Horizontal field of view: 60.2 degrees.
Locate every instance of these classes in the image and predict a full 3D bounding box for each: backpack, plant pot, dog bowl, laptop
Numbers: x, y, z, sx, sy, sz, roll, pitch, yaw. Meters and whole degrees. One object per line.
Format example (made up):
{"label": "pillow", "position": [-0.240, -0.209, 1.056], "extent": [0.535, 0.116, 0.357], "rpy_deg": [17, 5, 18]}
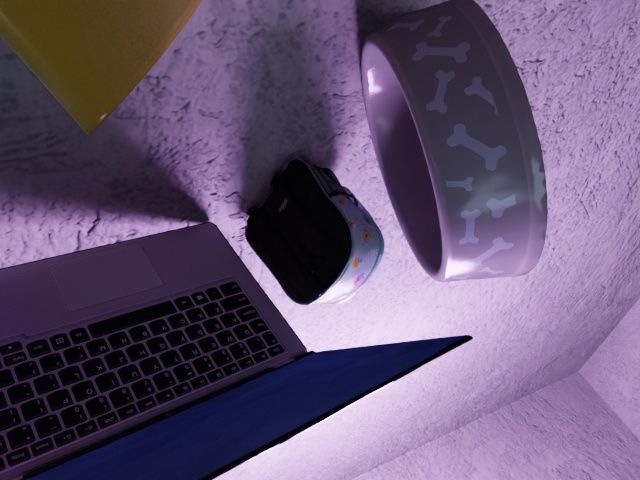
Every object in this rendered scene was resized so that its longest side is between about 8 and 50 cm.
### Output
{"label": "backpack", "position": [0.000, 0.000, 0.798], "extent": [0.144, 0.188, 0.166], "rpy_deg": [17, 120, -46]}
{"label": "plant pot", "position": [-0.187, -0.244, 0.385], "extent": [0.187, 0.212, 0.212], "rpy_deg": [-41, 145, -11]}
{"label": "dog bowl", "position": [0.141, -0.108, 0.674], "extent": [0.102, 0.349, 0.349], "rpy_deg": [-17, 142, -1]}
{"label": "laptop", "position": [-0.161, 0.073, 0.529], "extent": [0.381, 0.408, 0.236], "rpy_deg": [-15, 142, -37]}
